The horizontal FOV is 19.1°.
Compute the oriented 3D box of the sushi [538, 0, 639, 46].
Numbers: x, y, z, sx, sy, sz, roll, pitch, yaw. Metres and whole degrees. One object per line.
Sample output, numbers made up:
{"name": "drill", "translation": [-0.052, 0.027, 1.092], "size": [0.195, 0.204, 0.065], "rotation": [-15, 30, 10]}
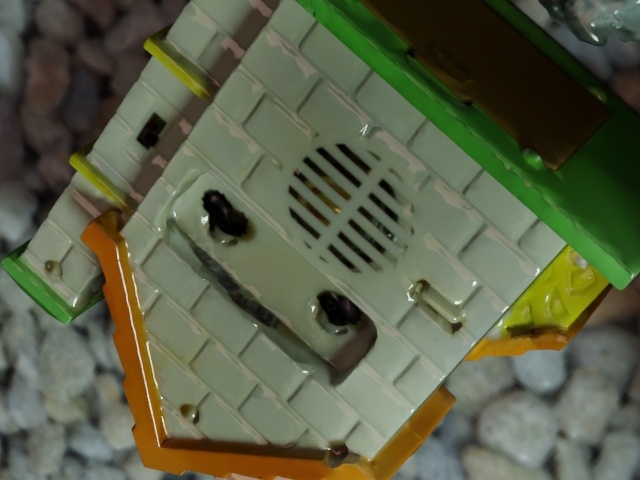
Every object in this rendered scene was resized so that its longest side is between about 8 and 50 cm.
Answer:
{"name": "sushi", "translation": [0.134, -0.155, 0.672], "size": [0.274, 0.184, 0.139], "rotation": [45, 122, 2]}

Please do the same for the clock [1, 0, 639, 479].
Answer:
{"name": "clock", "translation": [0.000, 0.000, 0.849], "size": [0.220, 0.106, 0.255], "rotation": [43, 126, 5]}
